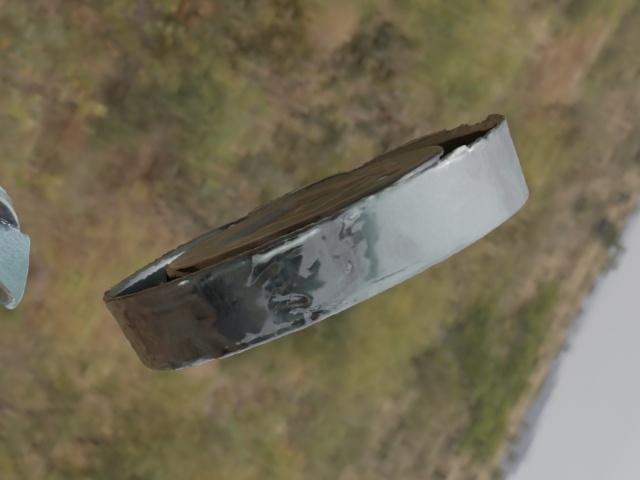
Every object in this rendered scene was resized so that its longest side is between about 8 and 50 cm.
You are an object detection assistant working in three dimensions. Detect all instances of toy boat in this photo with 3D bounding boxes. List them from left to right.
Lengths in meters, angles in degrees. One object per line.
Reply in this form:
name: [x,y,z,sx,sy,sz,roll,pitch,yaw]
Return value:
toy boat: [-0.206,0.010,1.071,0.034,0.122,0.096,-39,143,14]

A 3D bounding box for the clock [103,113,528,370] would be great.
clock: [0.000,0.000,1.068,0.281,0.055,0.280,-24,-174,3]
